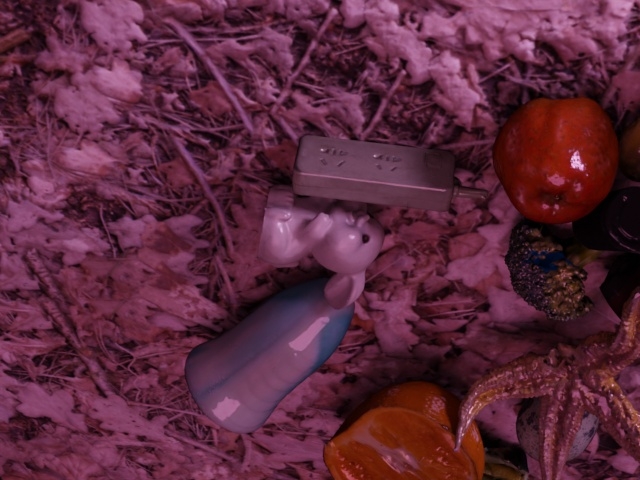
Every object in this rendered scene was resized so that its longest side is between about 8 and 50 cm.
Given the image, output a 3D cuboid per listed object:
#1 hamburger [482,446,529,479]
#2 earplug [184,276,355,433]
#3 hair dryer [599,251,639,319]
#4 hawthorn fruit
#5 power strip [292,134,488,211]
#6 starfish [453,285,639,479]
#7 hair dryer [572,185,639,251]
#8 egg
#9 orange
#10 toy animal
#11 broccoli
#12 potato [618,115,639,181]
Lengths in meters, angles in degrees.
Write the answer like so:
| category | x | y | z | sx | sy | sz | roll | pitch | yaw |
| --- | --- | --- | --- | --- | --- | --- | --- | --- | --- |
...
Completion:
| category | x | y | z | sx | sy | sz | roll | pitch | yaw |
| --- | --- | --- | --- | --- | --- | --- | --- | --- | --- |
| hamburger | 0.293 | 0.464 | 2.105 | 0.214 | 0.125 | 0.235 | 10 | 150 | -14 |
| earplug | -0.066 | 0.170 | 1.869 | 0.185 | 0.185 | 0.324 | 34 | 123 | -22 |
| hair dryer | 0.613 | 0.056 | 1.617 | 0.312 | 0.123 | 0.340 | 29 | 135 | 6 |
| hawthorn fruit | 0.325 | -0.110 | 1.502 | 0.189 | 0.189 | 0.189 | 5 | 135 | 5 |
| power strip | 0.105 | -0.095 | 1.611 | 0.287 | 0.093 | 0.053 | 6 | 132 | 3 |
| starfish | 0.411 | 0.271 | 1.764 | 0.398 | 0.132 | 0.384 | -21 | 107 | 27 |
| hair dryer | 0.497 | -0.051 | 1.558 | 0.251 | 0.197 | 0.089 | -19 | 88 | -2 |
| egg | 0.424 | 0.321 | 1.940 | 0.132 | 0.132 | 0.172 | 29 | 122 | -18 |
| orange | 0.152 | 0.385 | 1.969 | 0.274 | 0.274 | 0.310 | 28 | 107 | -17 |
| toy animal | -0.006 | 0.001 | 1.702 | 0.193 | 0.127 | 0.179 | 16 | 137 | -8 |
| broccoli | 0.366 | 0.036 | 1.687 | 0.160 | 0.167 | 0.154 | -35 | 159 | 5 |
| potato | 0.470 | -0.139 | 1.520 | 0.091 | 0.070 | 0.138 | 28 | 131 | -15 |
